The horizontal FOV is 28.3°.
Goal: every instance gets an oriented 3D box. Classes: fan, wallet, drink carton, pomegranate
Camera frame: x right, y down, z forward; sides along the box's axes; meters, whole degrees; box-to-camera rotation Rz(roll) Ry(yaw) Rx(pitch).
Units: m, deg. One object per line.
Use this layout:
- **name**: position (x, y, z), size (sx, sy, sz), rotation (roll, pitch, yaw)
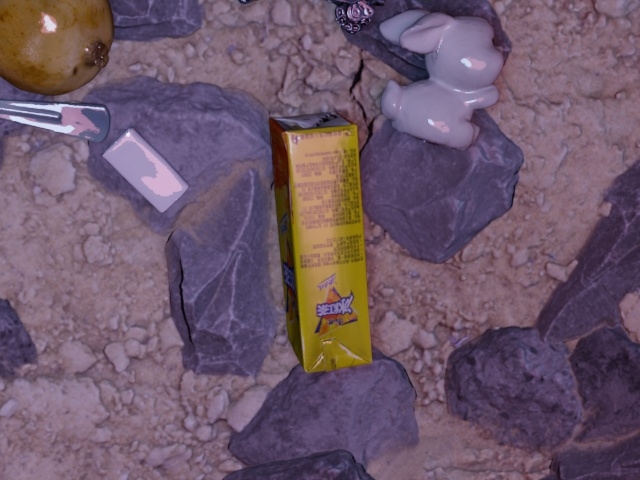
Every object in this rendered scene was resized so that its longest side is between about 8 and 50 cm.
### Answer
- **fan**: position (-0.437, -0.178, 1.786), size (0.282, 0.023, 0.057), rotation (5, 111, -12)
- **wallet**: position (-0.251, -0.101, 1.836), size (0.061, 0.025, 0.122), rotation (-44, 107, 0)
- **drink carton**: position (0.000, 0.000, 1.840), size (0.111, 0.154, 0.351), rotation (-6, 104, -9)
- **pomegranate**: position (-0.359, -0.280, 1.694), size (0.196, 0.196, 0.196), rotation (-2, 103, -10)

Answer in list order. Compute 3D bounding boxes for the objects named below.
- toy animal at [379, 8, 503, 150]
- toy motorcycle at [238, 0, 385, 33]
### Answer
- **toy animal**: position (0.170, -0.233, 1.835), size (0.178, 0.127, 0.193), rotation (6, 104, -10)
- **toy motorcycle**: position (-0.027, -0.390, 1.780), size (0.263, 0.091, 0.157), rotation (13, 96, -11)
